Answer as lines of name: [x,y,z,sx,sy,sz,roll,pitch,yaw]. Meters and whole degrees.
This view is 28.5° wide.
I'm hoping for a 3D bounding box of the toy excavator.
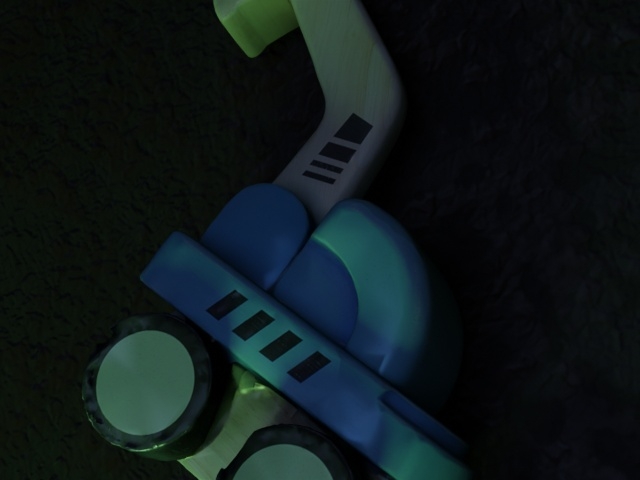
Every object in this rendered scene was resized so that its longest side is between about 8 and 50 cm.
toy excavator: [0.000,0.000,1.037,0.433,0.222,0.445,36,85,25]
